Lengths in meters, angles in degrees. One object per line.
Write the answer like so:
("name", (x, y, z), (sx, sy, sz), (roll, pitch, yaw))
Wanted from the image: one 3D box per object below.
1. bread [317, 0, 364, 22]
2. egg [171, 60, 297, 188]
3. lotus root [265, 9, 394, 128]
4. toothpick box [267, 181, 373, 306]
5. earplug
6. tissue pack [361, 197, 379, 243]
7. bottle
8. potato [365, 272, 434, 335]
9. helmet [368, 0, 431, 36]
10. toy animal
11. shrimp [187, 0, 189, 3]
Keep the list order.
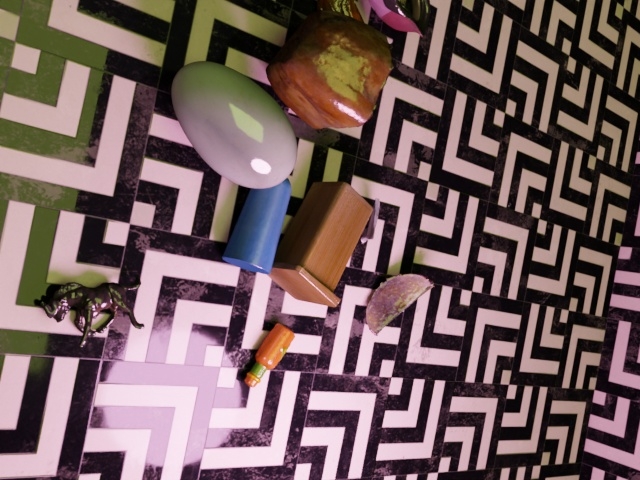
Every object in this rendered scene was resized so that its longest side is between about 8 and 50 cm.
("bread", (0.074, -0.619, 1.959), (0.124, 0.084, 0.343), (-39, 117, -29))
("egg", (-0.209, -0.282, 1.679), (0.371, 0.230, 0.229), (45, 68, -26))
("lotus root", (0.009, -0.470, 1.801), (0.250, 0.316, 0.316), (31, 76, -32))
("toothpick box", (0.000, 0.000, 1.918), (0.190, 0.188, 0.308), (41, 66, -34))
("earplug", (-0.156, -0.059, 1.819), (0.132, 0.133, 0.272), (27, 75, -38))
("tissue pack", (0.150, -0.055, 2.039), (0.026, 0.193, 0.122), (14, 85, -2))
("bottle", (-0.147, 0.323, 1.906), (0.069, 0.069, 0.187), (47, 69, -32))
("potato", (0.229, 0.190, 2.197), (0.261, 0.100, 0.120), (-38, 79, -14))
("helmet", (0.218, -0.723, 2.023), (0.253, 0.154, 0.198), (61, 38, -47))
("toy animal", (-0.512, 0.153, 1.580), (0.233, 0.085, 0.147), (-16, 104, -33))
("shrimp", (-0.325, -0.747, 1.572), (0.172, 0.137, 0.371), (-50, 127, -72))
